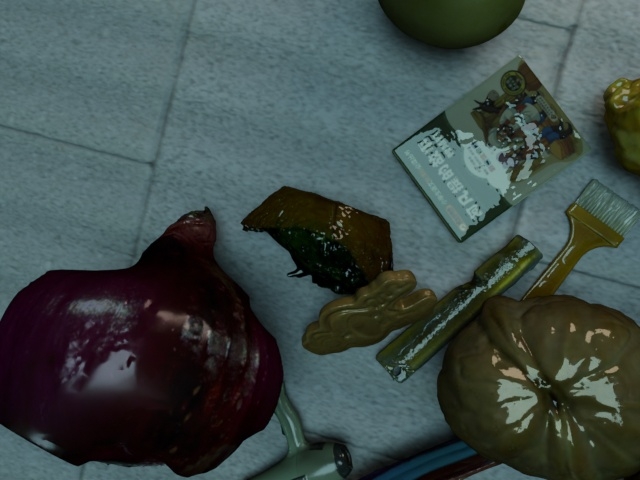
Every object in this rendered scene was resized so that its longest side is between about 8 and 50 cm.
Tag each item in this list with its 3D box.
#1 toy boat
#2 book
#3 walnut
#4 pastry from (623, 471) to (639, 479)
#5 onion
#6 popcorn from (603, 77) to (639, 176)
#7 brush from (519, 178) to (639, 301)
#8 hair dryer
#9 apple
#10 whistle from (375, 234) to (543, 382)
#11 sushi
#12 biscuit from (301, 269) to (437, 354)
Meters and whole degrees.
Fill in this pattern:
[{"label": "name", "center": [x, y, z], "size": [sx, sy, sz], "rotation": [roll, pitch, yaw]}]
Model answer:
[{"label": "toy boat", "center": [0.121, 0.431, 0.753], "size": [0.391, 0.136, 0.080], "rotation": [-29, 55, 9]}, {"label": "book", "center": [0.286, -0.153, 0.758], "size": [0.264, 0.027, 0.202], "rotation": [-36, 89, 5]}, {"label": "walnut", "center": [0.325, 0.207, 0.644], "size": [0.296, 0.285, 0.285], "rotation": [-26, 89, 17]}, {"label": "pastry", "center": [0.549, 0.290, 0.598], "size": [0.163, 0.356, 0.356], "rotation": [36, 95, 35]}, {"label": "onion", "center": [-0.236, 0.119, 0.676], "size": [0.397, 0.398, 0.421], "rotation": [14, 69, 5]}, {"label": "popcorn", "center": [0.563, -0.173, 0.657], "size": [0.253, 0.191, 0.190], "rotation": [45, 61, 1]}, {"label": "brush", "center": [0.420, 0.034, 0.757], "size": [0.103, 0.013, 0.272], "rotation": [36, 95, 4]}, {"label": "hair dryer", "center": [-0.084, 0.379, 0.795], "size": [0.219, 0.088, 0.225], "rotation": [-47, 74, 9]}, {"label": "apple", "center": [0.202, -0.424, 0.651], "size": [0.262, 0.262, 0.263], "rotation": [0, 92, 6]}, {"label": "whistle", "center": [0.233, 0.120, 0.756], "size": [0.326, 0.057, 0.068], "rotation": [-43, 88, 6]}, {"label": "sushi", "center": [0.000, -0.001, 0.730], "size": [0.286, 0.149, 0.140], "rotation": [20, 97, -1]}, {"label": "biscuit", "center": [0.072, 0.131, 0.739], "size": [0.236, 0.040, 0.144], "rotation": [-34, 125, 20]}]
